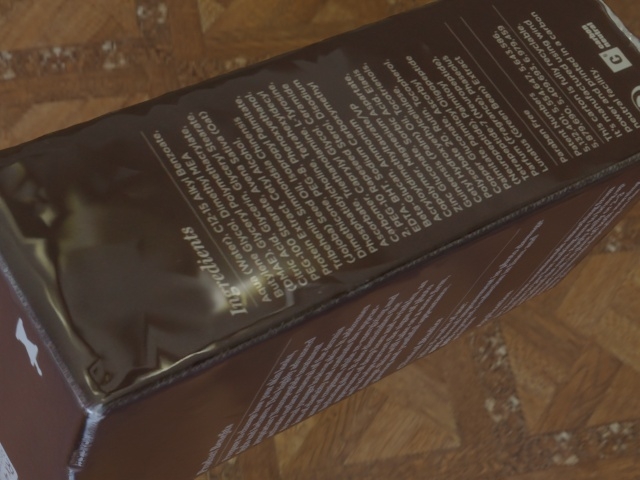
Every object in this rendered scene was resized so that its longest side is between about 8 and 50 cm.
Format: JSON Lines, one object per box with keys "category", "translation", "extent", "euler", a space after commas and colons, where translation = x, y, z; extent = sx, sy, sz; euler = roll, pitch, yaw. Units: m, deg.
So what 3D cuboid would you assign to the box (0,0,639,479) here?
{"category": "box", "translation": [0.000, 0.000, 0.639], "extent": [0.381, 0.191, 0.143], "euler": [-25, 70, -31]}
